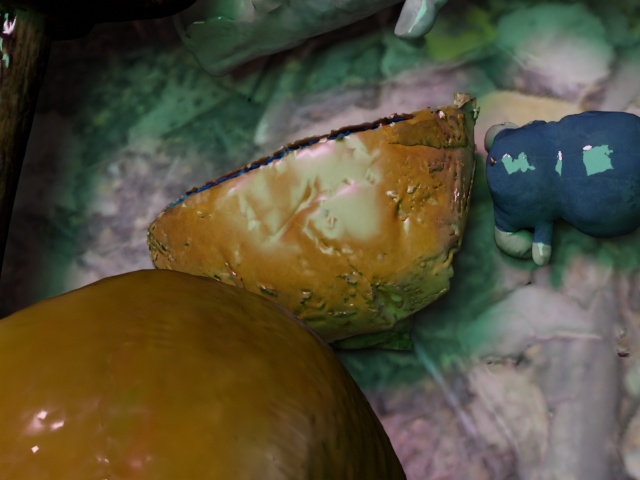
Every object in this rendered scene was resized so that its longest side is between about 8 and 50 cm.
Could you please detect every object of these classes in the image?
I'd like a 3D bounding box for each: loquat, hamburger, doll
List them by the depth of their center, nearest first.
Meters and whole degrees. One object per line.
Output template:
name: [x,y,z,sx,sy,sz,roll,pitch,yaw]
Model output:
loquat: [-0.084,0.157,0.507,0.276,0.276,0.283,-13,68,13]
doll: [0.117,-0.027,0.623,0.083,0.050,0.076,-5,77,14]
hamburger: [0.006,0.004,0.625,0.176,0.087,0.102,-22,67,7]

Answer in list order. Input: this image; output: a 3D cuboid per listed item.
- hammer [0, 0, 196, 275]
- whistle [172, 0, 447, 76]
hammer: [-0.181,-0.007,0.673,0.242,0.095,0.408,1,81,39]
whistle: [0.086,-0.171,0.638,0.346,0.134,0.142,-20,78,19]
